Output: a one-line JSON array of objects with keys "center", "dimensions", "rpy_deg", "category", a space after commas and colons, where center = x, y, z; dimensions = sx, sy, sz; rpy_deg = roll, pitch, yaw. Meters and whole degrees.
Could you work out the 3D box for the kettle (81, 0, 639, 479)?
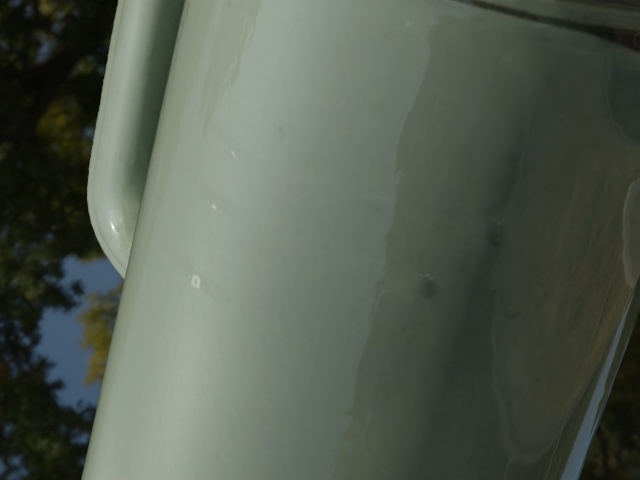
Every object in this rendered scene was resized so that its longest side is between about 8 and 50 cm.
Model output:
[{"center": [0.016, 0.003, 0.559], "dimensions": [0.205, 0.318, 0.265], "rpy_deg": [5, -150, -14], "category": "kettle"}]
